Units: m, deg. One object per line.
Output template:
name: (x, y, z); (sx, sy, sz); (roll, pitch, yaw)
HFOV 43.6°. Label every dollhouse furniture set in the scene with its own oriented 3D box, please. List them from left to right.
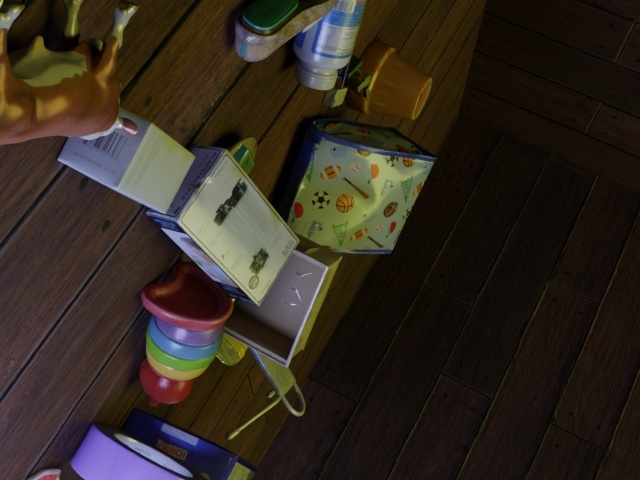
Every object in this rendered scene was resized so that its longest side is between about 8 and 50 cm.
dollhouse furniture set: (0.085, -0.414, 2.102); (0.058, 0.076, 0.151); (-47, 161, -16)

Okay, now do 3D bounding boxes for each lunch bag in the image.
lunch bag: (0.061, -0.146, 2.120); (0.385, 0.239, 0.328); (-2, 121, -44)

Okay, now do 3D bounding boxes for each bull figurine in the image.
bull figurine: (-0.301, -0.189, 0.917); (0.310, 0.101, 0.188); (-38, 148, -63)

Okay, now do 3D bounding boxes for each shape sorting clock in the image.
shape sorting clock: (-0.193, -0.122, 1.612); (0.206, 0.040, 0.206); (-55, 175, -7)

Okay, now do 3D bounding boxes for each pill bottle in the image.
pill bottle: (0.013, -0.430, 1.648); (0.124, 0.124, 0.221); (-46, 159, -54)

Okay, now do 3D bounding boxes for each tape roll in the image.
tape roll: (-0.353, 0.466, 1.595); (0.090, 0.275, 0.275); (-62, 167, -13)

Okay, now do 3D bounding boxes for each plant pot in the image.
plant pot: (0.204, -0.434, 2.254); (0.205, 0.188, 0.205); (-58, 166, -24)

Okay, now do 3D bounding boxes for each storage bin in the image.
storage bin: (-0.121, 0.106, 1.851); (0.262, 0.260, 0.123); (-68, 165, 18)

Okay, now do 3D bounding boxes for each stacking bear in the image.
stacking bear: (-0.294, 0.218, 1.646); (0.175, 0.164, 0.289); (-45, 162, -56)

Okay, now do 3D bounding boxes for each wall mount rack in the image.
wall mount rack: (-0.193, 0.348, 2.094); (0.130, 0.350, 0.304); (-31, 180, 19)

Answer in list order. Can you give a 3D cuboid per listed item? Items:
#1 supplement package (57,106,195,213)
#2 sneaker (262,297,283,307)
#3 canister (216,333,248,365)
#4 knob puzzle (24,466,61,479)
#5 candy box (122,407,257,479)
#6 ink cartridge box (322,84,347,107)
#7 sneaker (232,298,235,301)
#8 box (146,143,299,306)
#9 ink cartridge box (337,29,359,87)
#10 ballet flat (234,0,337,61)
supplement package: (-0.274, -0.119, 1.154); (0.105, 0.105, 0.179); (-64, 166, -3)
sneaker: (-0.140, 0.111, 1.978); (0.066, 0.188, 0.071); (5, 103, -58)
canister: (-0.214, 0.214, 2.009); (0.073, 0.126, 0.170); (-36, -170, 38)
knob puzzle: (-0.541, 0.506, 1.482); (0.213, 0.030, 0.213); (-58, 166, -24)
candy box: (-0.310, 0.518, 1.887); (0.317, 0.268, 0.122); (79, 35, -68)
ink cartridge box: (0.038, -0.375, 2.070); (0.083, 0.028, 0.048); (-36, 149, -64)
sneaker: (-0.233, 0.052, 1.737); (0.118, 0.107, 0.279); (9, 107, -56)
box: (-0.174, -0.025, 1.500); (0.169, 0.087, 0.290); (-60, 139, -20)
ink cartridge box: (0.066, -0.488, 1.782); (0.224, 0.045, 0.223); (-79, -175, -52)
ballet flat: (-0.056, -0.423, 1.471); (0.316, 0.107, 0.106); (-42, 164, -37)
